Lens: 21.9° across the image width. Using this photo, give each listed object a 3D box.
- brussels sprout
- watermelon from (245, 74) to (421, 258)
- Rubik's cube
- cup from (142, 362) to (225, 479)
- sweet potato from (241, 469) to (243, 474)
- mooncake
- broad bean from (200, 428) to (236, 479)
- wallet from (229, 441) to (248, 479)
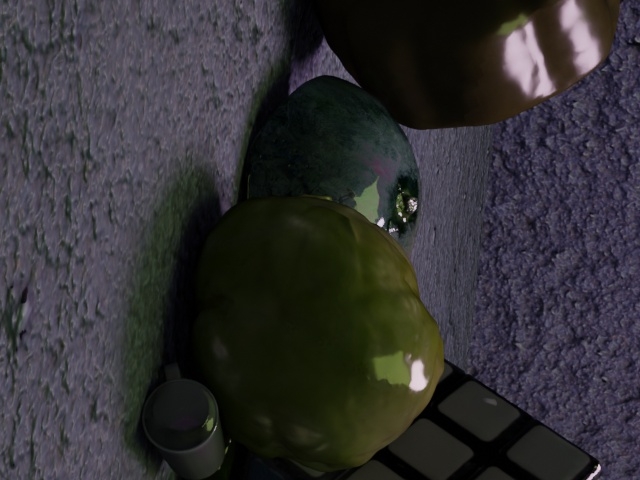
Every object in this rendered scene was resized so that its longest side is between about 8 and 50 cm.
[{"bbox_3d":[-0.006,0.103,1.719,0.316,0.243,0.273,45,29,-35],"label":"brussels sprout"},{"bbox_3d":[0.020,-0.029,1.894,0.188,0.175,0.322,-22,112,-77],"label":"watermelon"},{"bbox_3d":[0.092,0.344,1.893,0.304,0.301,0.305,-31,144,-44],"label":"Rubik's cube"},{"bbox_3d":[-0.135,0.178,1.645,0.116,0.074,0.104,79,-6,-64],"label":"cup"},{"bbox_3d":[-0.038,0.218,2.064,0.112,0.085,0.286,-54,-167,28],"label":"sweet potato"},{"bbox_3d":[0.170,-0.323,1.994,0.201,0.378,0.378,62,37,-50],"label":"mooncake"},{"bbox_3d":[-0.108,0.210,1.777,0.046,0.065,0.254,-31,-135,54],"label":"broad bean"},{"bbox_3d":[-0.101,0.222,1.880,0.146,0.030,0.285,79,23,-61],"label":"wallet"}]
